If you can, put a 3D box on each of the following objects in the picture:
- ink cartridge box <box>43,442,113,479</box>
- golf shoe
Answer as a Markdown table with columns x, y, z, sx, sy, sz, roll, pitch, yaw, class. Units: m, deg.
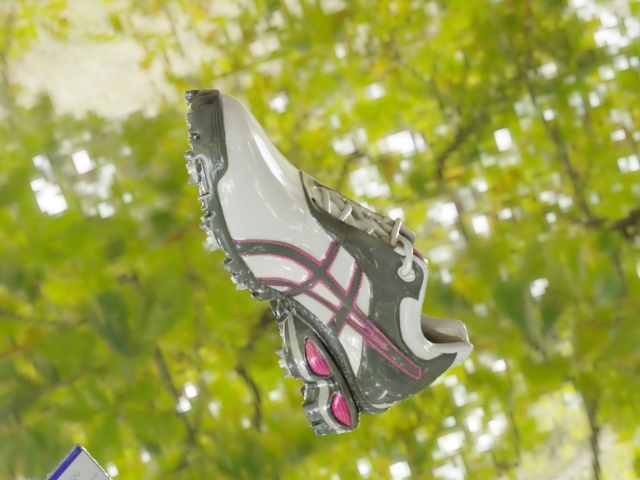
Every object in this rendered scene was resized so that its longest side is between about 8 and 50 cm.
| x | y | z | sx | sy | sz | roll | pitch | yaw | class |
| --- | --- | --- | --- | --- | --- | --- | --- | --- | --- |
| -0.153 | 0.326 | 1.375 | 0.069 | 0.371 | 0.176 | 19 | -119 | 48 | ink cartridge box |
| 0.000 | 0.000 | 1.141 | 0.120 | 0.273 | 0.105 | -22 | -144 | 10 | golf shoe |
